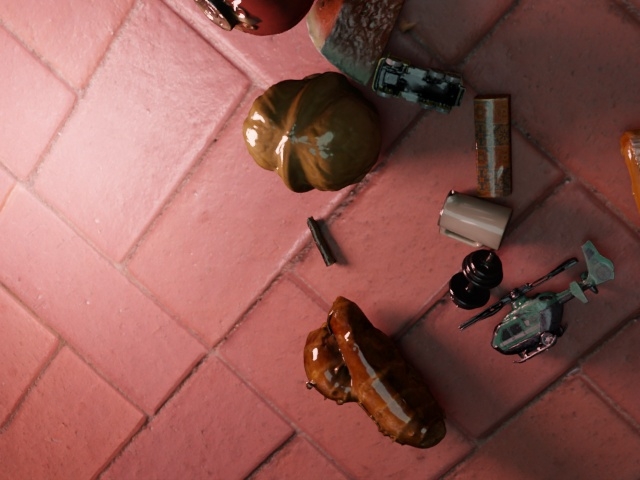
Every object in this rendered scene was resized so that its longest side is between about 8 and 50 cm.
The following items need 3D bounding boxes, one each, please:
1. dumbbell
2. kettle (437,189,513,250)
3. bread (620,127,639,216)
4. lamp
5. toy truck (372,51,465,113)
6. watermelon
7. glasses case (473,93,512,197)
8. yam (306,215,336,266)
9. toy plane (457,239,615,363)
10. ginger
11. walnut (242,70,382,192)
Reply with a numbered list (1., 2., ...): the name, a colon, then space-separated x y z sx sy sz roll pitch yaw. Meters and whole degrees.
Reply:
1. dumbbell: 0.349 0.090 1.982 0.099 0.099 0.208 30 141 7
2. kettle: 0.343 -0.045 1.959 0.148 0.127 0.098 20 84 14
3. bread: 0.691 -0.095 1.771 0.119 0.152 0.288 -19 104 19
4. lamp: -0.146 -0.564 1.818 0.303 0.303 0.257 39 81 2
5. toy truck: 0.212 -0.339 1.870 0.191 0.116 0.085 16 115 4
6. watermelon: 0.093 -0.487 1.866 0.193 0.140 0.257 36 111 -5
7. glasses case: 0.372 -0.203 1.900 0.075 0.049 0.218 2 111 20
8. yam: 0.000 0.000 2.130 0.027 0.033 0.129 -14 102 52
9. toy plane: 0.498 0.155 1.972 0.381 0.106 0.155 -37 83 33
10. ginger: 0.118 0.352 2.142 0.418 0.176 0.254 46 122 3
11. walnut: -0.012 -0.233 1.907 0.282 0.277 0.253 46 113 11
